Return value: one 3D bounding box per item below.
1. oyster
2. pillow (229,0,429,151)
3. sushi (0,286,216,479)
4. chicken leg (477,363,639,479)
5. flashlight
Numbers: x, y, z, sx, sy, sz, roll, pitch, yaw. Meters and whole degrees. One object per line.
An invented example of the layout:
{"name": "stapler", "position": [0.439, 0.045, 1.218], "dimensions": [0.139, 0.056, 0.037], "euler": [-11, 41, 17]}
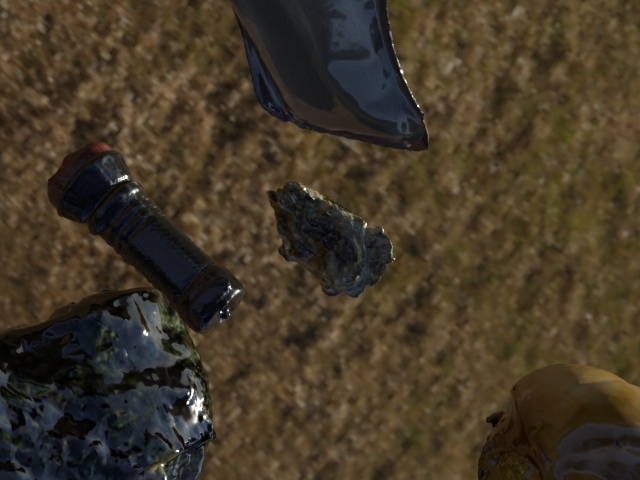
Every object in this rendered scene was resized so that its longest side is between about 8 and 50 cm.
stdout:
{"name": "oyster", "position": [-0.001, 0.001, 1.751], "dimensions": [0.108, 0.166, 0.053], "euler": [-55, 174, 30]}
{"name": "pillow", "position": [-0.004, -0.127, 0.917], "dimensions": [0.038, 0.131, 0.232], "euler": [-65, 153, -24]}
{"name": "sushi", "position": [-0.241, 0.162, 1.152], "dimensions": [0.350, 0.171, 0.211], "euler": [-17, 166, -32]}
{"name": "chicken leg", "position": [0.270, 0.273, 1.189], "dimensions": [0.182, 0.295, 0.409], "euler": [-20, 148, 32]}
{"name": "flashlight", "position": [-0.177, -0.001, 1.549], "dimensions": [0.093, 0.232, 0.093], "euler": [-45, 169, -11]}
